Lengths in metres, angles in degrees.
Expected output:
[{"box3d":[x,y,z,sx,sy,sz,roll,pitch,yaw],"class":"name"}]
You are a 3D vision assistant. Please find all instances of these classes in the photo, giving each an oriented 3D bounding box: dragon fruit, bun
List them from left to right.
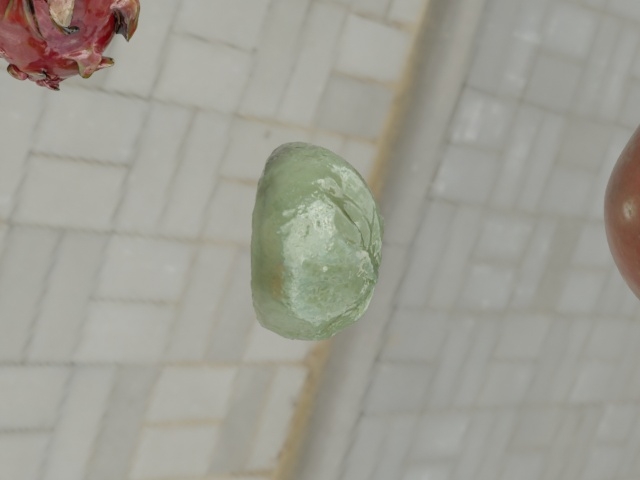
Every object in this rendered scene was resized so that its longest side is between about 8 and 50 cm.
[{"box3d":[-0.206,-0.197,1.315,0.133,0.136,0.166,-56,146,-35],"class":"dragon fruit"},{"box3d":[0.000,0.000,1.605,0.195,0.118,0.195,3,90,-81],"class":"bun"}]

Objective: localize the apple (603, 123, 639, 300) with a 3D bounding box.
[{"box3d":[0.521,-0.038,2.140,0.348,0.277,0.348,-21,133,-24],"class":"apple"}]
